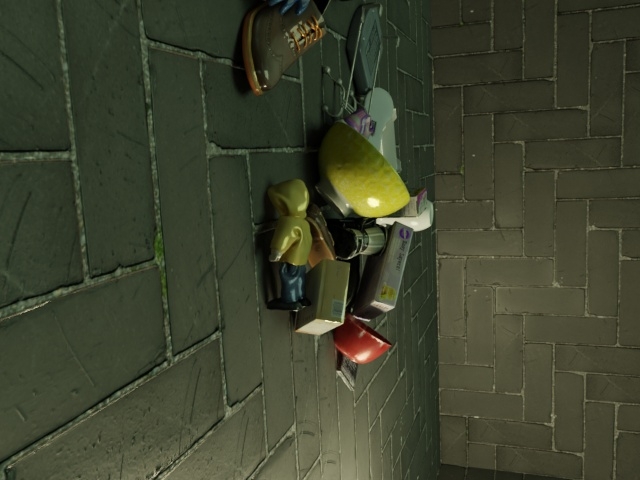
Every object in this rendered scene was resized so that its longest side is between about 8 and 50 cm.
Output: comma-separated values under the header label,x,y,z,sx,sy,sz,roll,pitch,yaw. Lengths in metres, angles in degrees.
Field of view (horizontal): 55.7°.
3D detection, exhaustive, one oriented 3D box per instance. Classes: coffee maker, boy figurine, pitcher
label,x,y,z,sx,sy,sz,roll,pitch,yaw
coffee maker,0.070,-0.004,1.668,0.178,0.171,0.120,-3,87,-54
boy figurine,-0.070,0.009,1.319,0.177,0.092,0.285,-16,104,-70
pitcher,0.298,-0.072,2.197,0.125,0.207,0.177,14,78,-70

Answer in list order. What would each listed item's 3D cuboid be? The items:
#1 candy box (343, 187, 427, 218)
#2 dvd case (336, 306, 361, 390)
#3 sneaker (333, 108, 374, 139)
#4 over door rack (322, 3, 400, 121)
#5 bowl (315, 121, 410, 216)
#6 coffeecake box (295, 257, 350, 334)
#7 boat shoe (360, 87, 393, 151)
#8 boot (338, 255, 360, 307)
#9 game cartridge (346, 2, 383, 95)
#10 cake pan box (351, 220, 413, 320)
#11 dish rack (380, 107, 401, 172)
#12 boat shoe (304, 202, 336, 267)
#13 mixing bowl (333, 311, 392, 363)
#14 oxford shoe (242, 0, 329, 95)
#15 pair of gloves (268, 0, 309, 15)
label,x,y,z,sx,sy,sz,roll,pitch,yaw
candy box,0.201,-0.117,1.877,0.159,0.234,0.071,-37,125,-67
dvd case,0.095,0.336,1.903,0.164,0.018,0.221,61,35,-52
sneaker,0.107,-0.297,1.732,0.104,0.095,0.236,-44,164,-7
over door rack,0.106,-0.488,1.753,0.324,0.108,0.239,-69,160,4
bowl,0.080,-0.155,1.598,0.156,0.289,0.289,-42,149,-5
coffeecake box,0.002,0.136,1.423,0.185,0.068,0.142,137,-37,-66
boat shoe,0.154,-0.359,1.951,0.102,0.108,0.301,-37,-145,55
boot,0.080,0.146,1.774,0.161,0.084,0.246,79,23,-44
game cartridge,0.149,-0.647,2.002,0.198,0.062,0.297,65,31,-42
cake pan box,0.177,0.100,1.786,0.267,0.070,0.245,126,-16,-68
dish rack,0.234,-0.347,2.222,0.285,0.073,0.332,-48,134,-61
boat shoe,0.000,0.000,1.544,0.073,0.073,0.206,-67,151,-44
mixing bowl,0.105,0.289,1.750,0.098,0.181,0.181,-55,157,1
oxford shoe,-0.066,-0.440,1.262,0.130,0.133,0.363,67,30,-49
pair of gloves,-0.091,-0.547,1.223,0.198,0.023,0.159,47,50,-11
